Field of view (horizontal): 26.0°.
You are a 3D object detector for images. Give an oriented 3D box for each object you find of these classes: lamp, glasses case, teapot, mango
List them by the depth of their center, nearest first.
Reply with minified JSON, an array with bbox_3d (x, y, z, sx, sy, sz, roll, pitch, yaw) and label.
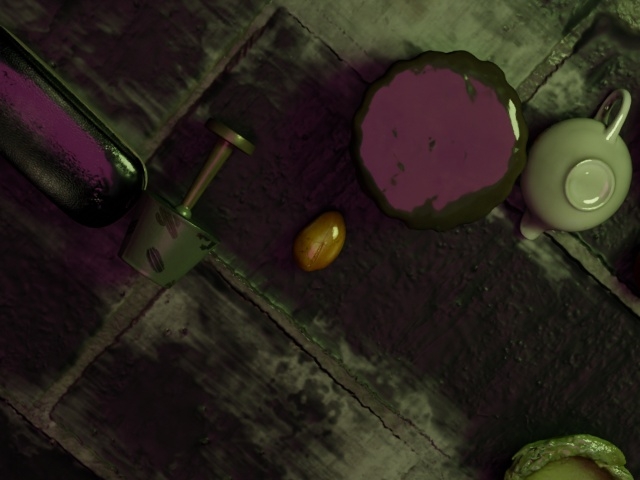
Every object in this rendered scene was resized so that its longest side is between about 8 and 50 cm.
[{"bbox_3d":[0.331,-0.090,1.753,0.145,0.092,0.226,29,98,-21],"label":"teapot"},{"bbox_3d":[-0.356,-0.146,1.761,0.314,0.075,0.122,44,103,-9],"label":"glasses case"},{"bbox_3d":[-0.166,-0.047,1.764,0.121,0.121,0.215,33,89,-7],"label":"lamp"},{"bbox_3d":[0.000,0.000,1.805,0.060,0.046,0.089,32,99,-6],"label":"mango"}]

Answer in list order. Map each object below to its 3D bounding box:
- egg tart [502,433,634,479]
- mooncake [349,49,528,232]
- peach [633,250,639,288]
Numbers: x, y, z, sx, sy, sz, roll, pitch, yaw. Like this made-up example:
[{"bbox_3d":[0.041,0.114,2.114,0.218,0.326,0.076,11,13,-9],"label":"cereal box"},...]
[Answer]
[{"bbox_3d":[0.332,0.340,1.869,0.197,0.078,0.197,1,106,3],"label":"egg tart"},{"bbox_3d":[0.146,-0.128,1.732,0.228,0.124,0.228,0,100,-1],"label":"mooncake"},{"bbox_3d":[0.456,0.037,1.780,0.100,0.101,0.101,0,104,1],"label":"peach"}]
